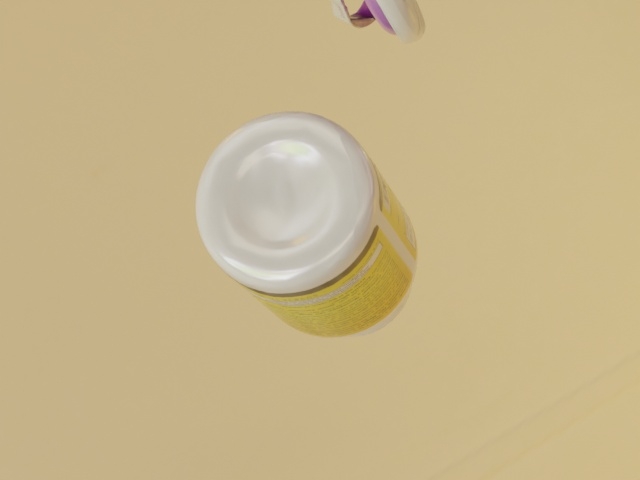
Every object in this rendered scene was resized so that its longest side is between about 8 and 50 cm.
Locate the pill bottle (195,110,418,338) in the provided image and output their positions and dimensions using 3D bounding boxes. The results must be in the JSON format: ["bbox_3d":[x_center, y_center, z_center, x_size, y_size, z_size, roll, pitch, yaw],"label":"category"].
[{"bbox_3d":[0.000,0.000,1.774,0.188,0.188,0.334,60,-176,21],"label":"pill bottle"}]

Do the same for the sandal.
[{"bbox_3d":[0.025,-0.287,1.723,0.169,0.102,0.416,58,-173,-20],"label":"sandal"}]
